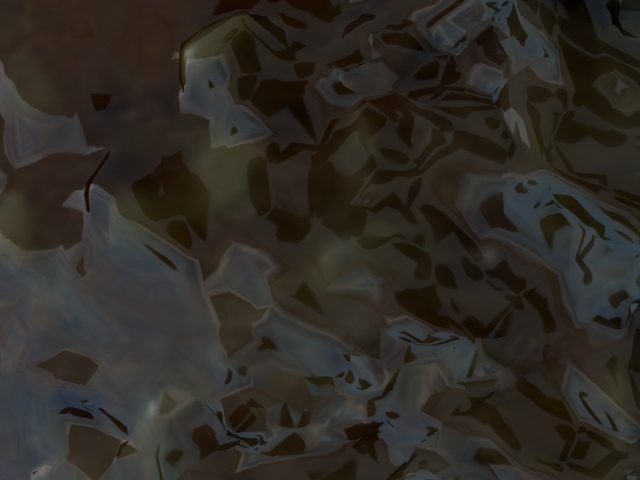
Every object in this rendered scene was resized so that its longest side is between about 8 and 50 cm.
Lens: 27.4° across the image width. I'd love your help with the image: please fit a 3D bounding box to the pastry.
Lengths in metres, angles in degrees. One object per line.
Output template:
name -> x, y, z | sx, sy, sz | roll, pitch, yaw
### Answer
pastry -> 0.007, -0.016, 0.444 | 0.405, 0.337, 0.292 | 58, -174, 12
